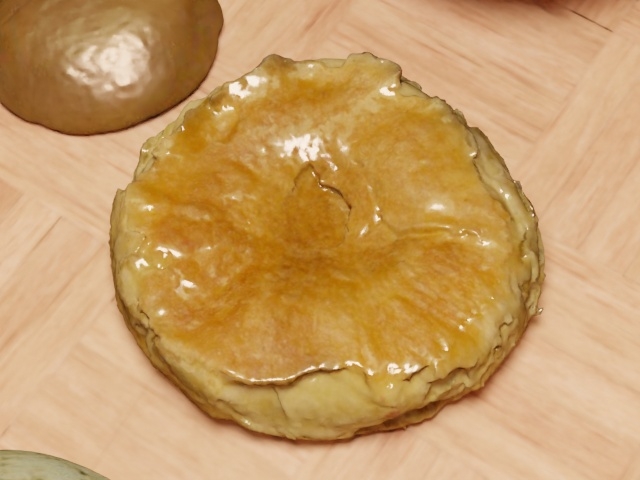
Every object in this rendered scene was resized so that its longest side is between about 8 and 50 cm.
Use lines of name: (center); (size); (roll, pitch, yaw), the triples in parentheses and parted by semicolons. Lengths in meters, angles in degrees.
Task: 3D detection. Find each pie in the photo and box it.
pie: (0.000, 0.000, 1.220); (0.339, 0.083, 0.339); (-1, 64, 1)

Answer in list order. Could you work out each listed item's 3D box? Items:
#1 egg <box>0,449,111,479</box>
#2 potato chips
egg: (-0.188, 0.225, 1.056); (0.231, 0.169, 0.169); (9, 61, -12)
potato chips: (-0.189, -0.182, 1.338); (0.208, 0.062, 0.195); (12, 64, 5)
